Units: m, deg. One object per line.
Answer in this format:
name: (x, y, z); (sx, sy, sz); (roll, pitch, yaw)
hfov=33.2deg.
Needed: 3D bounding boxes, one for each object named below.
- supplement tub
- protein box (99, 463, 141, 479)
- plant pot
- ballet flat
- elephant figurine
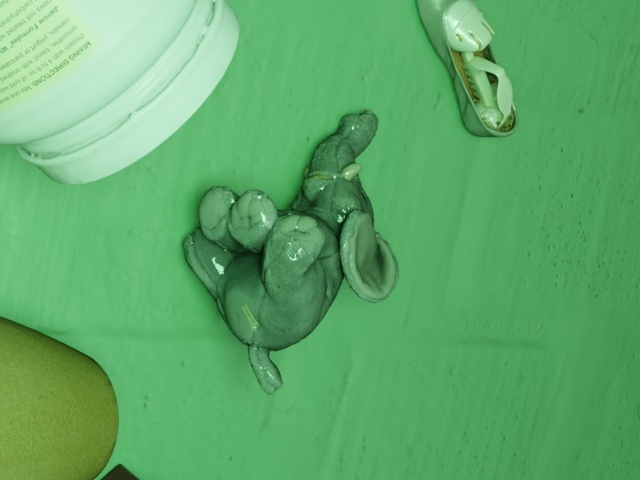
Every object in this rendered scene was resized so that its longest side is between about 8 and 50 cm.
supplement tub: (-0.230, -0.217, 0.755); (0.235, 0.235, 0.325); (-52, 127, -14)
protein box: (-0.147, 0.353, 1.001); (0.136, 0.201, 0.199); (-40, 123, -22)
plant pot: (-0.290, 0.148, 0.839); (0.254, 0.237, 0.237); (9, 97, -53)
ballet flat: (0.169, -0.205, 1.175); (0.072, 0.068, 0.213); (-40, 123, -22)
elephant figurine: (0.000, 0.000, 1.060); (0.239, 0.169, 0.186); (-20, 144, -49)
